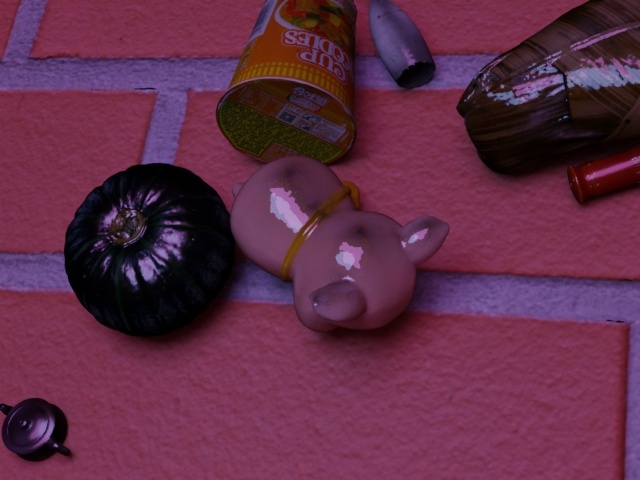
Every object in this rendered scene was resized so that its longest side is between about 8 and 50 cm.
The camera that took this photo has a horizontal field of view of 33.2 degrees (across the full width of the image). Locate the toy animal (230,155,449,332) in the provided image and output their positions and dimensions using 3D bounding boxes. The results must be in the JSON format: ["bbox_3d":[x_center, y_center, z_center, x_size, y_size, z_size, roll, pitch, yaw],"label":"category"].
[{"bbox_3d":[0.002,-0.003,1.153,0.165,0.149,0.248,-45,54,-13],"label":"toy animal"}]

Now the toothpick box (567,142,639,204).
[{"bbox_3d":[0.310,-0.072,1.160,0.083,0.047,0.047,-17,61,6],"label":"toothpick box"}]

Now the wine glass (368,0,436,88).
[{"bbox_3d":[0.079,-0.272,1.312,0.066,0.066,0.198,-25,63,2],"label":"wine glass"}]

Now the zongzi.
[{"bbox_3d":[0.316,-0.135,1.116,0.286,0.134,0.288,-33,45,2],"label":"zongzi"}]

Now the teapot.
[{"bbox_3d":[-0.316,0.208,1.184,0.100,0.045,0.068,27,75,25],"label":"teapot"}]

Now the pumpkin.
[{"bbox_3d":[-0.192,0.007,1.199,0.201,0.140,0.202,-7,60,12],"label":"pumpkin"}]

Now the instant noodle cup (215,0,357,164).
[{"bbox_3d":[-0.026,-0.204,1.262,0.168,0.168,0.185,2,57,15],"label":"instant noodle cup"}]
